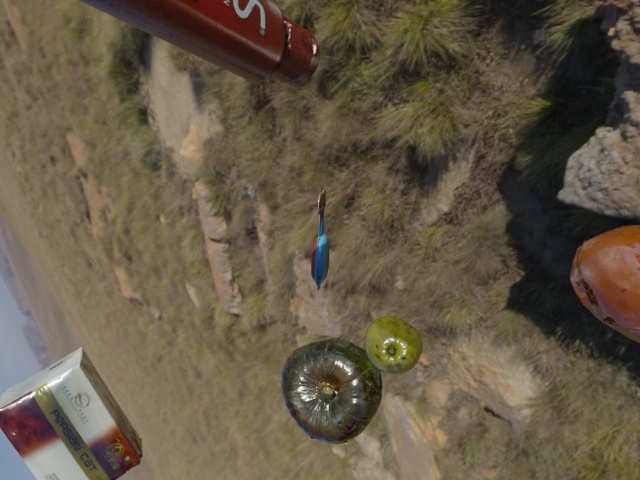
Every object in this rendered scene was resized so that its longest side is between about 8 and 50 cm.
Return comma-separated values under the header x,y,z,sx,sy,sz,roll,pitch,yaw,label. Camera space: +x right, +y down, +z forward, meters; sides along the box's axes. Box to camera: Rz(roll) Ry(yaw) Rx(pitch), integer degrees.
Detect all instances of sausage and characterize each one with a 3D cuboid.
x,y,z,sx,sy,sz,roll,pitch,yaw,label
0.410,0.075,0.528,0.259,0.133,0.133,30,137,16,sausage

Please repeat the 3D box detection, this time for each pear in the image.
x,y,z,sx,sy,sz,roll,pitch,yaw,label
0.131,0.190,0.880,0.107,0.107,0.131,60,179,10,pear

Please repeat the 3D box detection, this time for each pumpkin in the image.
x,y,z,sx,sy,sz,roll,pitch,yaw,label
0.027,0.368,1.200,0.260,0.260,0.189,61,-171,9,pumpkin

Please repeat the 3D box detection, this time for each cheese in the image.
x,y,z,sx,sy,sz,roll,pitch,yaw,label
0.000,0.000,1.184,0.037,0.106,0.255,4,106,10,cheese

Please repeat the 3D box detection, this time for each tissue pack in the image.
x,y,z,sx,sy,sz,roll,pitch,yaw,label
-0.303,0.228,0.589,0.148,0.106,0.099,63,159,-12,tissue pack

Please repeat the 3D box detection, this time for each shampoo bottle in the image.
x,y,z,sx,sy,sz,roll,pitch,yaw,label
-0.120,-0.241,0.492,0.076,0.314,0.118,-25,71,33,shampoo bottle
